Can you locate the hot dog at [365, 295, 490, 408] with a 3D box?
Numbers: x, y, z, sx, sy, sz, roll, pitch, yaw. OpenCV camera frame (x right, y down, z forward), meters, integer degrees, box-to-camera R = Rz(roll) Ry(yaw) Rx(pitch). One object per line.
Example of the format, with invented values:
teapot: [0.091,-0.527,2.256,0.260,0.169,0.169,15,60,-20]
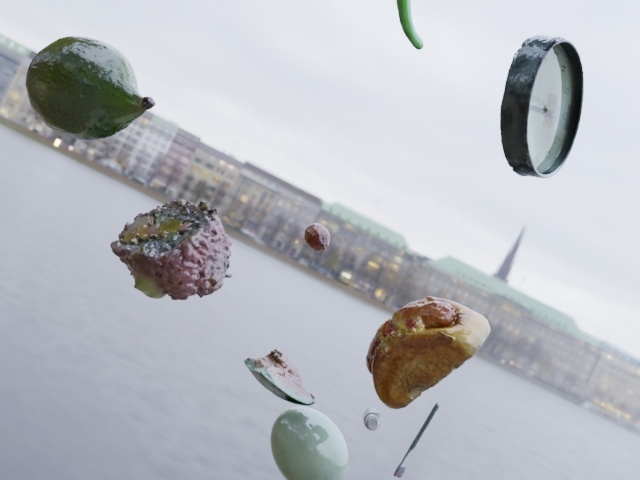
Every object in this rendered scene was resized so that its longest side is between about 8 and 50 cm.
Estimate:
hot dog: [0.187,0.200,1.683,0.153,0.257,0.150,48,31,2]

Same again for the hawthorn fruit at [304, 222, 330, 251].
hawthorn fruit: [0.000,0.000,2.160,0.067,0.066,0.103,28,7,-37]

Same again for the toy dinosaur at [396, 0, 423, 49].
toy dinosaur: [0.191,-0.557,1.236,0.144,0.499,0.374,15,33,40]

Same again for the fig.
fig: [-0.416,-0.265,1.646,0.235,0.203,0.203,32,1,29]

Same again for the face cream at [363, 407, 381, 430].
face cream: [0.096,0.334,1.627,0.034,0.034,0.130,26,-4,5]

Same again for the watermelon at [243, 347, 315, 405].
watermelon: [-0.079,0.283,1.763,0.155,0.080,0.101,53,-6,2]

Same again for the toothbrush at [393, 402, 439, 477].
toothbrush: [0.167,0.345,1.503,0.014,0.167,0.011,23,22,-6]

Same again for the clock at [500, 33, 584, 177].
clock: [0.353,-0.209,1.377,0.049,0.226,0.226,12,-10,34]

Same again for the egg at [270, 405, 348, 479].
egg: [-0.024,0.433,1.812,0.192,0.149,0.149,57,-5,-4]

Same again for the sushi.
sushi: [-0.344,0.035,2.020,0.270,0.236,0.170,8,-45,35]
